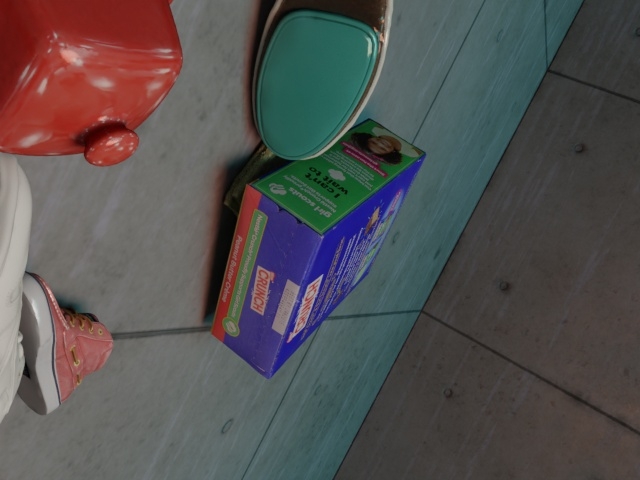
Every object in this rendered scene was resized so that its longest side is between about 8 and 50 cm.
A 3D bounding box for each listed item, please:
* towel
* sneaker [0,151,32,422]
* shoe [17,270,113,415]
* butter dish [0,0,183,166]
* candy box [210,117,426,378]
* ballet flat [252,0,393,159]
[{"bbox_3d":[-0.067,-0.087,0.765,0.148,0.027,0.110,-55,156,-12],"label":"towel"},{"bbox_3d":[-0.282,0.068,0.423,0.152,0.114,0.305,-53,167,-82],"label":"sneaker"},{"bbox_3d":[-0.247,0.082,0.538,0.081,0.063,0.178,-44,155,-47],"label":"shoe"},{"bbox_3d":[-0.158,-0.103,0.370,0.160,0.118,0.160,-34,174,32],"label":"butter dish"},{"bbox_3d":[0.000,0.000,0.831,0.317,0.122,0.268,-41,158,-50],"label":"candy box"},{"bbox_3d":[0.018,-0.267,0.606,0.139,0.139,0.400,-41,157,-40],"label":"ballet flat"}]
